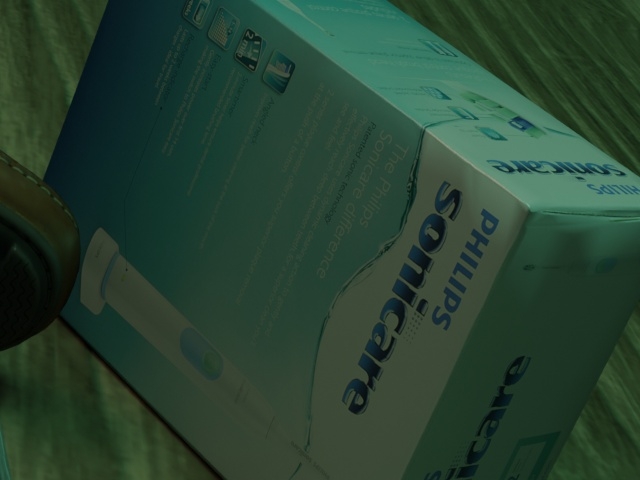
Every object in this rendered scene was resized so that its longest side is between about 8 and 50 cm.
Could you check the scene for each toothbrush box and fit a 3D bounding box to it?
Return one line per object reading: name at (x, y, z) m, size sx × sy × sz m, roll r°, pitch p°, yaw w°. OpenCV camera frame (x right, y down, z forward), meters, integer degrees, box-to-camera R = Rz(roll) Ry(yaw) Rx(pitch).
toothbrush box at (0.000, 0.000, 0.948) m, size 0.126 × 0.216 × 0.295 m, roll -1°, pitch 31°, yaw -46°

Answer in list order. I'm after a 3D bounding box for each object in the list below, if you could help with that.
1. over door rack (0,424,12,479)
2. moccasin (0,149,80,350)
over door rack at (-0.146, 0.121, 0.492) m, size 0.324 × 0.108 × 0.239 m, roll 69°, pitch 20°, yaw -3°
moccasin at (-0.287, -0.056, 0.922) m, size 0.380 × 0.139 × 0.147 m, roll 18°, pitch 29°, yaw 12°
